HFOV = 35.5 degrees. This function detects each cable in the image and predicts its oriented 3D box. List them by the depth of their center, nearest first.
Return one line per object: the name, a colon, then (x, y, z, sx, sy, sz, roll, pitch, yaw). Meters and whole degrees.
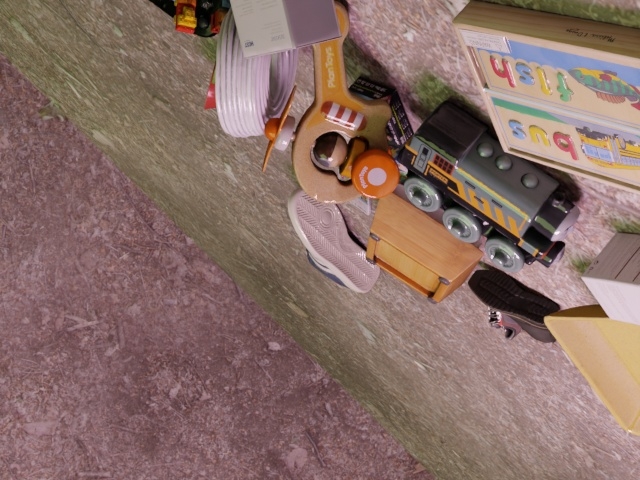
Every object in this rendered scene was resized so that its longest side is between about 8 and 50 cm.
cable: (-0.111, -0.307, 1.765, 0.089, 0.257, 0.257, 8, 180, 12)

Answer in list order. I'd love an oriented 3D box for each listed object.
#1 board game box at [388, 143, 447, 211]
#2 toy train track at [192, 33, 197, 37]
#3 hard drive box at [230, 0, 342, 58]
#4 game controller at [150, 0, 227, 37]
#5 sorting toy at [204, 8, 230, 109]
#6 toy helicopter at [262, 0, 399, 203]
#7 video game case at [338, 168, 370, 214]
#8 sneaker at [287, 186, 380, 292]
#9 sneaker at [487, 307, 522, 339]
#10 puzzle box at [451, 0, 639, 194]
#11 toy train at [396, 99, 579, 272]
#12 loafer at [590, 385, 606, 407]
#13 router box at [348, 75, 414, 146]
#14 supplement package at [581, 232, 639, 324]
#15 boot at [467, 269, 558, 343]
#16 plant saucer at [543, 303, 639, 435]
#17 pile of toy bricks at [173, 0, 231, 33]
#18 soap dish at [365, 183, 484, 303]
board game box: (0.167, -0.126, 1.963, 0.201, 0.035, 0.136, 23, 154, 48)
toy train track: (-0.276, -0.462, 2.163, 0.048, 0.014, 0.083, 39, 163, 10)
hard drive box: (-0.072, -0.409, 1.545, 0.181, 0.089, 0.232, 9, 114, 60)
game controller: (-0.289, -0.521, 1.874, 0.319, 0.067, 0.166, 37, 135, 16)
sorting toy: (-0.155, -0.360, 2.053, 0.126, 0.127, 0.365, 14, 162, -9)
toy helicopter: (0.004, -0.233, 1.708, 0.140, 0.235, 0.355, -97, 1, -70)
video game case: (0.077, -0.110, 2.243, 0.087, 0.011, 0.122, 37, 163, 18)
sneaker: (0.000, 0.000, 2.473, 0.148, 0.131, 0.350, 13, 147, 50)
sneaker: (0.381, 0.152, 2.116, 0.158, 0.065, 0.061, 50, 161, -24)
puzzle box: (0.380, -0.176, 1.346, 0.409, 0.052, 0.272, 25, 156, 44)
toy train: (0.275, -0.087, 1.670, 0.334, 0.142, 0.190, 38, 153, 14)
loafer: (0.630, 0.311, 1.913, 0.268, 0.102, 0.092, 37, 163, -14)
router box: (0.111, -0.234, 1.821, 0.092, 0.038, 0.122, 28, 158, 39)
supplement package: (0.516, 0.064, 1.538, 0.105, 0.105, 0.179, 51, 161, -23)
boot: (0.397, 0.145, 2.056, 0.198, 0.077, 0.137, 33, 166, 28)
plant saucer: (0.599, 0.216, 1.701, 0.333, 0.081, 0.333, -5, 131, 53)
pile of toy bricks: (-0.191, -0.464, 1.713, 0.118, 0.212, 0.105, 6, 170, -28)
soap dish: (0.200, 0.016, 2.017, 0.229, 0.118, 0.291, 33, 168, 8)
